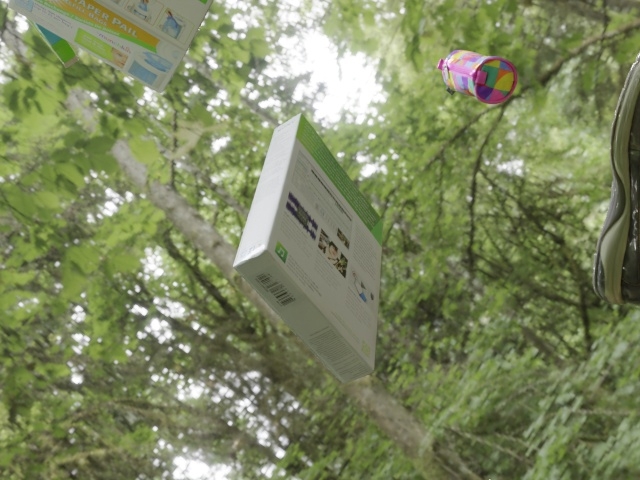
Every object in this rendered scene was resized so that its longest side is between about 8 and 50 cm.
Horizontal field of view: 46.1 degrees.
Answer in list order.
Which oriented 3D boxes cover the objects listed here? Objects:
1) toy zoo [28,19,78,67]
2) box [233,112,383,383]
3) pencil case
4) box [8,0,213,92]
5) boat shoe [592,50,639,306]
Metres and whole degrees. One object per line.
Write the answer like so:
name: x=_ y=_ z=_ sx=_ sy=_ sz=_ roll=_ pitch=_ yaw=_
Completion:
toy zoo: x=-0.513 y=-0.431 z=1.235 sx=0.030 sy=0.192 sz=0.293 roll=-38 pitch=-19 yaw=-9
box: x=0.000 y=0.000 z=1.022 sx=0.232 sy=0.058 sz=0.322 roll=51 pitch=-151 yaw=-27
pencil case: x=0.328 y=-0.348 z=1.586 sx=0.104 sy=0.104 sz=0.236 roll=-63 pitch=16 yaw=10
box: x=-0.243 y=-0.285 z=0.880 sx=0.114 sy=0.203 sz=0.103 roll=-32 pitch=34 yaw=58
boat shoe: x=0.410 y=-0.075 z=0.866 sx=0.132 sy=0.130 sz=0.355 roll=-37 pitch=-47 yaw=-43
